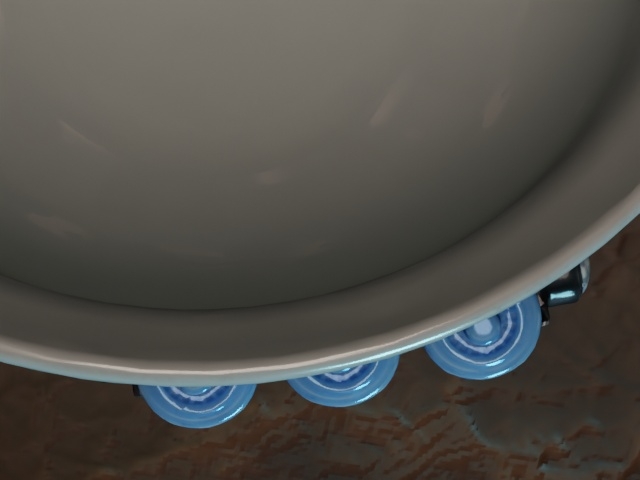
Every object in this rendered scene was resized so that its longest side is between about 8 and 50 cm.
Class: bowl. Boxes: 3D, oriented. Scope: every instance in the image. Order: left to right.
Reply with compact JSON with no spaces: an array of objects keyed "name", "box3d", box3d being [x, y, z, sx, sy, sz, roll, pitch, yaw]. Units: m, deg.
[{"name":"bowl","box3d":[-0.033,-0.095,0.397,0.298,0.134,0.297,1,75,-2]}]

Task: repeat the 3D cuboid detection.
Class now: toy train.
[{"name":"toy train","box3d":[0.000,0.000,0.489,0.184,0.080,0.105,-10,102,2]}]
